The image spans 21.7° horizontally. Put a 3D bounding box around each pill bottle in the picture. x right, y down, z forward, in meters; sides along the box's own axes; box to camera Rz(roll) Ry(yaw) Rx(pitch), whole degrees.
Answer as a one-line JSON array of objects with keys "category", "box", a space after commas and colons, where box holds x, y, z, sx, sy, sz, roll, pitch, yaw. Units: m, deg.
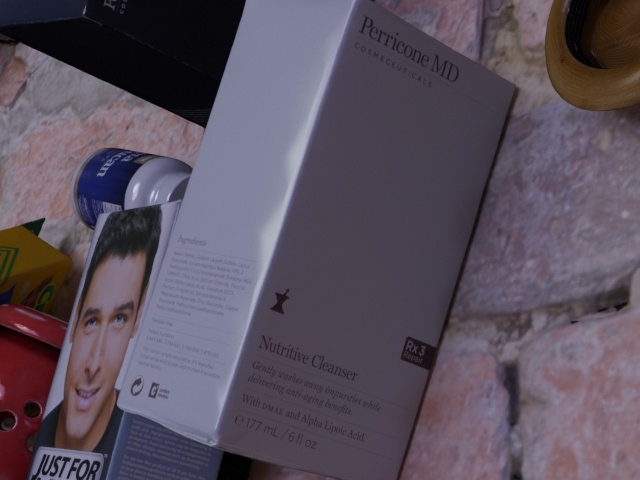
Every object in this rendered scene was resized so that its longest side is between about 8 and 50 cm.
[{"category": "pill bottle", "box": [-0.180, -0.044, 1.748, 0.169, 0.094, 0.094, 12, 81, 49]}]

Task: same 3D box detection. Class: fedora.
[{"category": "fedora", "box": [0.267, -0.177, 1.337, 0.194, 0.079, 0.194, -30, 49, 43]}]

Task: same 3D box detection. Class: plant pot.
[{"category": "plant pot", "box": [-0.291, 0.165, 1.697, 0.191, 0.191, 0.174, 11, 77, 49]}]

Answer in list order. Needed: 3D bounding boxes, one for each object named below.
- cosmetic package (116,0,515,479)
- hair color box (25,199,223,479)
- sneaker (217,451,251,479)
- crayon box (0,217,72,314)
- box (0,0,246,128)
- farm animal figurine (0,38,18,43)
[{"category": "cosmetic package", "box": [0.000, 0.000, 1.442, 0.156, 0.217, 0.385, 12, 83, 50]}, {"category": "hair color box", "box": [-0.171, 0.160, 1.550, 0.185, 0.113, 0.374, -7, 66, 58]}, {"category": "sneaker", "box": [-0.104, 0.190, 1.594, 0.075, 0.057, 0.161, -21, 57, 60]}, {"category": "crayon box", "box": [-0.386, 0.101, 1.780, 0.083, 0.323, 0.203, 32, 110, 15]}, {"category": "box", "box": [-0.108, -0.310, 1.629, 0.179, 0.312, 0.343, 4, 75, 48]}, {"category": "farm animal figurine", "box": [-0.463, -0.408, 2.143, 0.172, 0.330, 0.327, 5, 104, 46]}]
